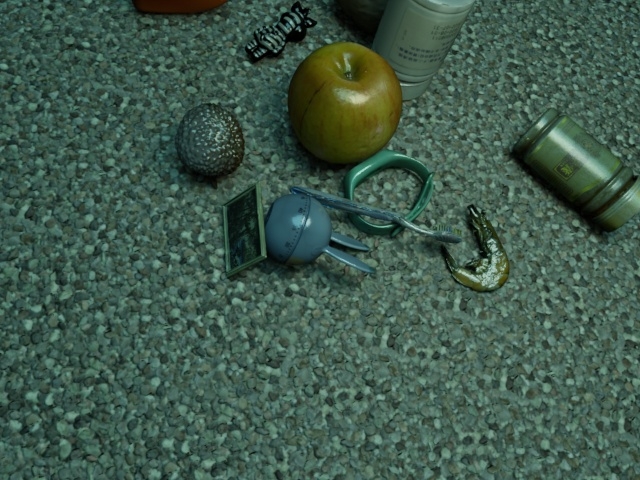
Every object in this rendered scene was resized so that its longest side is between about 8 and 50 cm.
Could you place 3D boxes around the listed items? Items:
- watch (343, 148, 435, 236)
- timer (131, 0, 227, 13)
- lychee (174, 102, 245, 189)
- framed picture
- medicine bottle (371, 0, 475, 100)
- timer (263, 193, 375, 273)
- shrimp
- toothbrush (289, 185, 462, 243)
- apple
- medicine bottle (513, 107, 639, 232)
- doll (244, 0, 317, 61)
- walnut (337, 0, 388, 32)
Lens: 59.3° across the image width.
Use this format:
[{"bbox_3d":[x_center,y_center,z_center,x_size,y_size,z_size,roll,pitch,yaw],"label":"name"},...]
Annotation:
[{"bbox_3d":[0.168,-0.121,1.363,0.237,0.068,0.195,-33,78,-19],"label":"watch"},{"bbox_3d":[-0.375,-0.732,1.482,0.250,0.161,0.257,-3,68,-19],"label":"timer"},{"bbox_3d":[-0.253,-0.215,1.293,0.165,0.197,0.165,10,26,-5],"label":"lychee"},{"bbox_3d":[-0.172,-0.024,1.238,0.011,0.142,0.183,14,61,-42],"label":"framed picture"},{"bbox_3d":[0.241,-0.522,1.403,0.190,0.332,0.189,5,63,-10],"label":"medicine bottle"},{"bbox_3d":[-0.020,0.007,1.255,0.255,0.175,0.175,44,64,-22],"label":"timer"},{"bbox_3d":[0.367,0.020,1.350,0.150,0.051,0.217,-14,74,-7],"label":"shrimp"},{"bbox_3d":[0.128,-0.062,1.292,0.414,0.035,0.042,15,51,-3],"label":"toothbrush"},{"bbox_3d":[0.054,-0.325,1.326,0.286,0.233,0.286,1,55,-2],"label":"apple"},{"bbox_3d":[0.657,-0.181,1.421,0.322,0.151,0.151,44,68,9],"label":"medicine bottle"},{"bbox_3d":[-0.105,-0.551,1.498,0.219,0.067,0.091,-41,83,-16],"label":"doll"},{"bbox_3d":[0.153,-0.692,1.510,0.248,0.248,0.248,3,67,-8],"label":"walnut"}]
